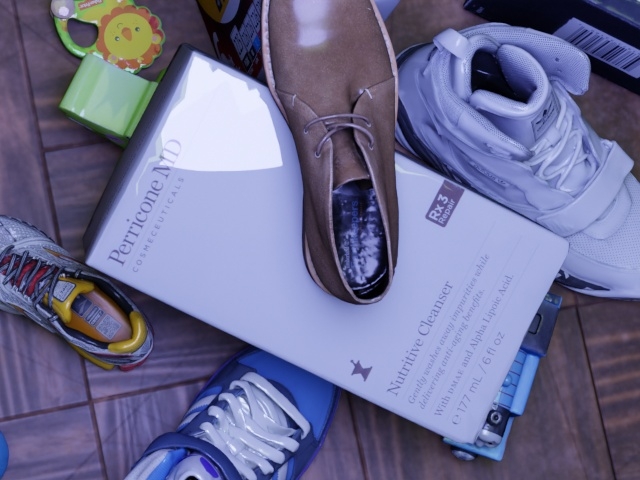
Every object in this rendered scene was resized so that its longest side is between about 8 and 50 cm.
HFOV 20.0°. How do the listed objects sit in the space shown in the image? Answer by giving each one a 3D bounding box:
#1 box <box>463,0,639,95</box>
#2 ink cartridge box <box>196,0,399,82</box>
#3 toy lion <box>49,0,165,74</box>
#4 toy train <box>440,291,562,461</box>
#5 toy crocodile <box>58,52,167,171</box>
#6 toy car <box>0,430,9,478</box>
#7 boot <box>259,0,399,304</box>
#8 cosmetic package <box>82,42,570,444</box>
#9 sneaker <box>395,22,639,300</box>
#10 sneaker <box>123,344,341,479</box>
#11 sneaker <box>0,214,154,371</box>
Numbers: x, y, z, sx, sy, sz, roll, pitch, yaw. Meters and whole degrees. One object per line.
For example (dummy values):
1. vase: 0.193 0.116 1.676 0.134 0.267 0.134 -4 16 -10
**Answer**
1. box: 0.348 -0.315 1.825 0.296 0.183 0.294 26 79 -7
2. ink cartridge box: -0.050 -0.297 1.688 0.130 0.309 0.272 -20 85 -12
3. toy lion: -0.207 -0.207 1.791 0.100 0.034 0.096 -20 92 -12
4. toy train: 0.171 0.124 1.763 0.080 0.105 0.184 21 78 -6
5. toy crocodile: -0.091 -0.068 1.734 0.340 0.105 0.115 33 76 -15
6. toy car: -0.432 0.226 1.608 0.238 0.219 0.210 6 79 11
7. boot: 0.021 -0.096 1.487 0.112 0.115 0.305 -10 99 -6
8. cosmetic package: 0.000 0.000 1.634 0.385 0.156 0.217 24 95 -13
9. sneaker: 0.225 -0.075 1.751 0.366 0.210 0.137 38 77 -2
10. sneaker: -0.082 0.201 1.639 0.130 0.236 0.323 45 77 -1
11. sneaker: -0.251 0.040 1.709 0.225 0.093 0.088 29 77 -4
